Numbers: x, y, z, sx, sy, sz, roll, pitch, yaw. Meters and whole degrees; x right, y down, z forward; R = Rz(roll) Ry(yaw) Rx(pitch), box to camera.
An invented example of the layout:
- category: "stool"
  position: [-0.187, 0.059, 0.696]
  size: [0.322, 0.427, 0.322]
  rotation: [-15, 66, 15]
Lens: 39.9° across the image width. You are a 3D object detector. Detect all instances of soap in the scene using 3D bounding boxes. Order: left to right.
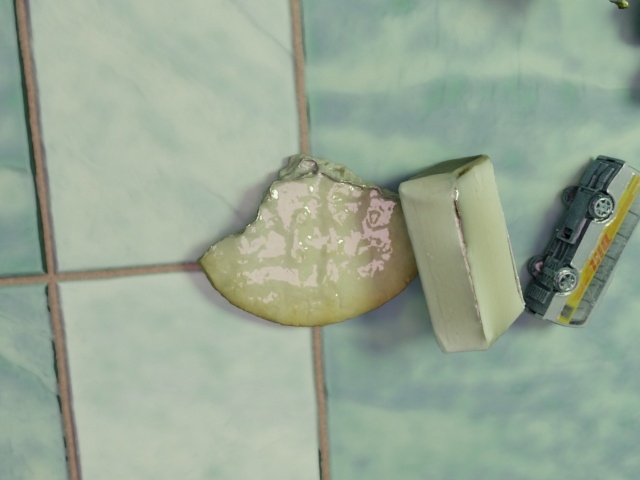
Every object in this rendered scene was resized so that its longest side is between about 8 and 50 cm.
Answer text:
- category: "soap"
  position: [0.151, 0.012, 0.915]
  size: [0.063, 0.121, 0.183]
  rotation: [-8, 102, 34]

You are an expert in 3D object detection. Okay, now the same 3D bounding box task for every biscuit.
- category: "biscuit"
  position: [0.000, 0.000, 0.943]
  size: [0.265, 0.040, 0.188]
  rotation: [-14, 102, -4]

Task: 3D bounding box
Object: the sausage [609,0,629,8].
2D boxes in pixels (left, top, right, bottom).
- category: "sausage"
  position: [0.202, -0.383, 0.849]
  size: [0.082, 0.082, 0.372]
  rotation: [-31, 89, 0]

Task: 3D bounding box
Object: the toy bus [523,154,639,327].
- category: "toy bus"
  position: [0.291, 0.003, 0.963]
  size: [0.075, 0.064, 0.190]
  rotation: [21, 97, -21]
